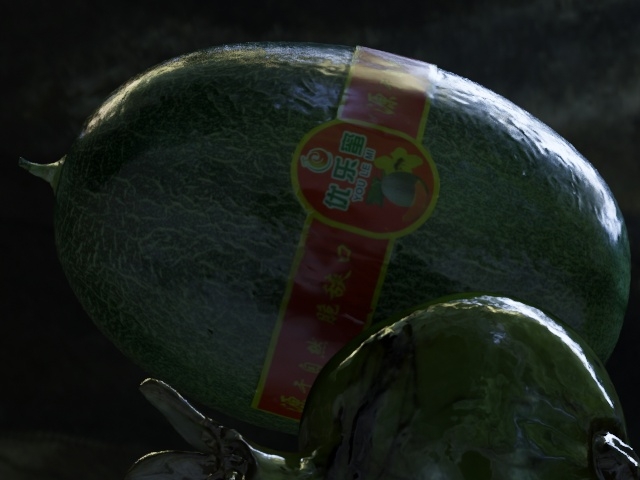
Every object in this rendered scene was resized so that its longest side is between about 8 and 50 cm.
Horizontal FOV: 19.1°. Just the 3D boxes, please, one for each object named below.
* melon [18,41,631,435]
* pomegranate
[{"bbox_3d":[0.000,0.000,0.878,0.288,0.182,0.182,10,-119,-2],"label":"melon"},{"bbox_3d":[0.025,0.094,0.700,0.191,0.131,0.152,7,-126,-9],"label":"pomegranate"}]
